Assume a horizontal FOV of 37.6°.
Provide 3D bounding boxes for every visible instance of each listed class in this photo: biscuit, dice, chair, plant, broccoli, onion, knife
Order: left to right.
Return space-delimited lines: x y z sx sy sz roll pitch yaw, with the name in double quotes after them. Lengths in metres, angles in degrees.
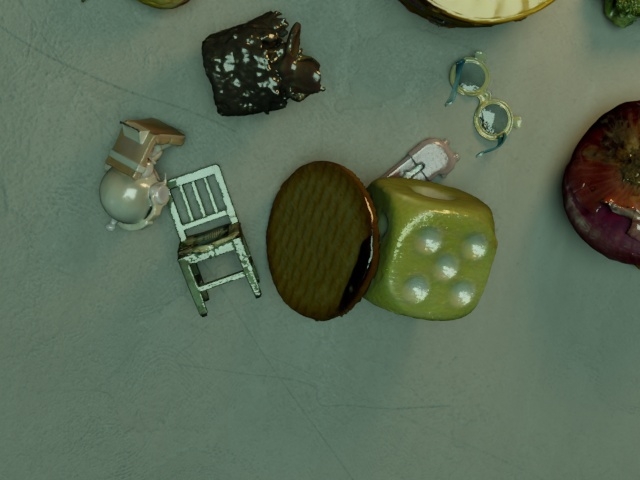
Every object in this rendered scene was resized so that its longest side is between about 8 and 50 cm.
-0.223 -0.003 1.899 0.136 0.147 0.270 -18 102 0 "chair"
-0.112 -0.342 1.827 0.234 0.204 0.178 -13 110 9 "plant"
0.000 0.000 1.857 0.040 0.318 0.318 2 102 -43 "biscuit"
0.114 -0.082 1.964 0.398 0.038 0.132 -38 103 2 "knife"
0.195 0.013 1.864 0.226 0.238 0.233 8 106 -18 "dice"
0.635 -0.499 1.891 0.162 0.146 0.138 15 130 -21 "broccoli"
0.674 -0.108 1.909 0.347 0.285 0.348 -9 69 26 "onion"

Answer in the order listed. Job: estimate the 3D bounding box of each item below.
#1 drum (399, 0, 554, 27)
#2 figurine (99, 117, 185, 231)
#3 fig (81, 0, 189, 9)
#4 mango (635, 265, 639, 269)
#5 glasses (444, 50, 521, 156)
0.303 -0.615 1.800 0.431 0.214 0.431 -1 101 -4 "drum"
-0.365 -0.126 1.882 0.162 0.141 0.237 24 102 30 "figurine"
-0.355 -0.511 1.819 0.257 0.159 0.159 -15 101 18 "fig"
0.747 0.021 1.997 0.159 0.105 0.084 -35 82 6 "mango"
0.297 -0.255 1.880 0.088 0.220 0.190 -22 105 39 "glasses"
